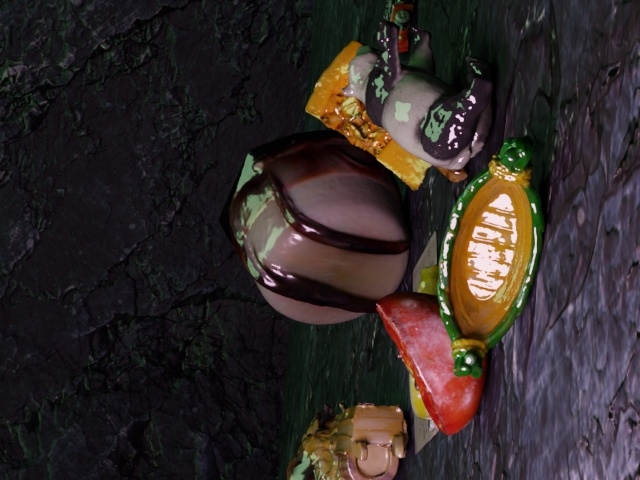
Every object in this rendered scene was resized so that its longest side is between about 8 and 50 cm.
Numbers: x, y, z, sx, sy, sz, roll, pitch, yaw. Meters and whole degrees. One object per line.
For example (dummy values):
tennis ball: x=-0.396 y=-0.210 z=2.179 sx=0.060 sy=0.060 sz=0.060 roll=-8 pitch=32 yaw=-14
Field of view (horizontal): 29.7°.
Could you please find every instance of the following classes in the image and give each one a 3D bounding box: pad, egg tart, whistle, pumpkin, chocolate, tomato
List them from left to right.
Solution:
chocolate: x=0.000 y=0.000 z=1.738 sx=0.186 sy=0.283 sz=0.284 roll=-97 pitch=12 yaw=-54
egg tart: x=0.007 y=0.421 z=2.110 sx=0.297 sy=0.132 sz=0.297 roll=2 pitch=-90 yaw=-90
pumpkin: x=0.108 y=-0.141 z=1.448 sx=0.131 sy=0.126 sz=0.248 roll=-54 pitch=46 yaw=7
pad: x=0.134 y=0.135 z=1.573 sx=0.159 sy=0.009 sz=0.265 roll=106 pitch=166 yaw=-67
whistle: x=0.135 y=0.115 z=1.400 sx=0.104 sy=0.057 sz=0.198 roll=77 pitch=-163 yaw=-50
tomato: x=0.130 y=0.116 z=1.255 sx=0.139 sy=0.091 sz=0.159 roll=74 pitch=171 yaw=-80

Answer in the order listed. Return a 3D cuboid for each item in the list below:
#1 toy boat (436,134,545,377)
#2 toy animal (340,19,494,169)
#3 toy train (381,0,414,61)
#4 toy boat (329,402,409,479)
toy boat: x=0.152 y=0.010 z=1.077 sx=0.088 sy=0.089 sz=0.229 roll=-61 pitch=-18 yaw=-70
toy animal: x=0.105 y=-0.163 z=1.316 sx=0.225 sy=0.094 sz=0.121 roll=38 pitch=115 yaw=36
toy train: x=0.119 y=-0.326 z=1.834 sx=0.103 sy=0.044 sz=0.064 roll=100 pitch=169 yaw=-60
toy boat: x=0.066 y=0.298 z=1.731 sx=0.310 sy=0.089 sz=0.115 roll=120 pitch=150 yaw=-76
